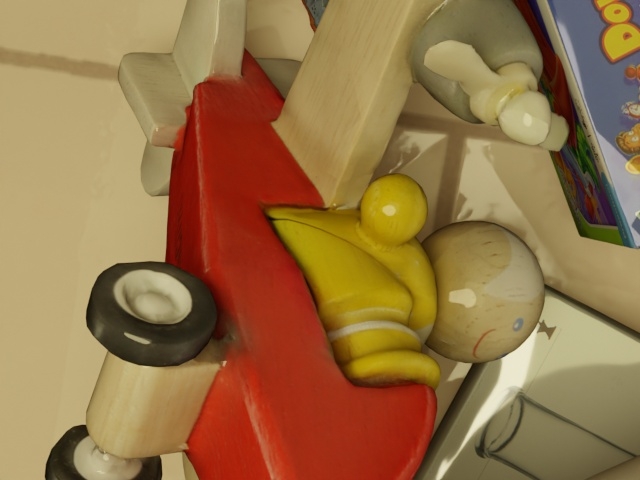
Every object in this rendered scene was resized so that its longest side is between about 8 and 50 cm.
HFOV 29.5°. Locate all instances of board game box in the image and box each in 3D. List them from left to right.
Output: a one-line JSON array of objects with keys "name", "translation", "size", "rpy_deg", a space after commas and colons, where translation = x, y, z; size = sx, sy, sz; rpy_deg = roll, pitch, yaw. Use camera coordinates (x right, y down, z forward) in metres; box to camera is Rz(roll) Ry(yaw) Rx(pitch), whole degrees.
[{"name": "board game box", "translation": [0.142, -0.173, 0.705], "size": [0.078, 0.233, 0.347], "rpy_deg": [-20, 89, 6]}]

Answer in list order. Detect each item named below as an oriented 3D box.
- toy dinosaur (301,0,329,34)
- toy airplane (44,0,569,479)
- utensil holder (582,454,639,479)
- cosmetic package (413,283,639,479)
[{"name": "toy dinosaur", "translation": [0.004, -0.164, 0.869], "size": [0.090, 0.047, 0.082], "rpy_deg": [21, 105, 37]}, {"name": "toy airplane", "translation": [0.000, 0.000, 0.733], "size": [0.272, 0.386, 0.384], "rpy_deg": [12, 82, -13]}, {"name": "utensil holder", "translation": [0.166, 0.272, 0.571], "size": [0.385, 0.327, 0.328], "rpy_deg": [-21, 90, -13]}, {"name": "cosmetic package", "translation": [0.176, 0.254, 0.833], "size": [0.284, 0.097, 0.377], "rpy_deg": [28, 95, 6]}]
